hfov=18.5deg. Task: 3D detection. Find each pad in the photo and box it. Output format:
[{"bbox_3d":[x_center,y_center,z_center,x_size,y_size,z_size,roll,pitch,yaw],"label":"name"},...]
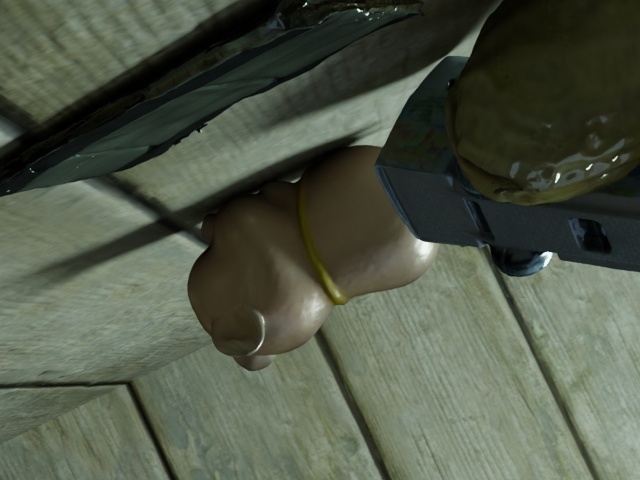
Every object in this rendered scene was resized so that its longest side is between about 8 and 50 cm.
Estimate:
[{"bbox_3d":[-0.066,-0.081,1.079,0.233,0.022,0.174,-26,176,27],"label":"pad"}]

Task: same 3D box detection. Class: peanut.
[{"bbox_3d":[0.217,-0.132,1.253,0.313,0.149,0.149,-27,176,-5],"label":"peanut"}]

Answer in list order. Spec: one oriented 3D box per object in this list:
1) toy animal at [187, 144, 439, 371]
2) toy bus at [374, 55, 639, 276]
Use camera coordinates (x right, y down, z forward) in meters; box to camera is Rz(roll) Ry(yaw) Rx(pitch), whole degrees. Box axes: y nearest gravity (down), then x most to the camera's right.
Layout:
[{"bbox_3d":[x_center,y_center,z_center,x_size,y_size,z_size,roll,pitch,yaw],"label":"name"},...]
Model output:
[{"bbox_3d":[0.001,0.002,1.662,0.248,0.149,0.165,-37,160,2],"label":"toy animal"},{"bbox_3d":[0.209,-0.048,1.348,0.329,0.109,0.136,8,-123,32],"label":"toy bus"}]
